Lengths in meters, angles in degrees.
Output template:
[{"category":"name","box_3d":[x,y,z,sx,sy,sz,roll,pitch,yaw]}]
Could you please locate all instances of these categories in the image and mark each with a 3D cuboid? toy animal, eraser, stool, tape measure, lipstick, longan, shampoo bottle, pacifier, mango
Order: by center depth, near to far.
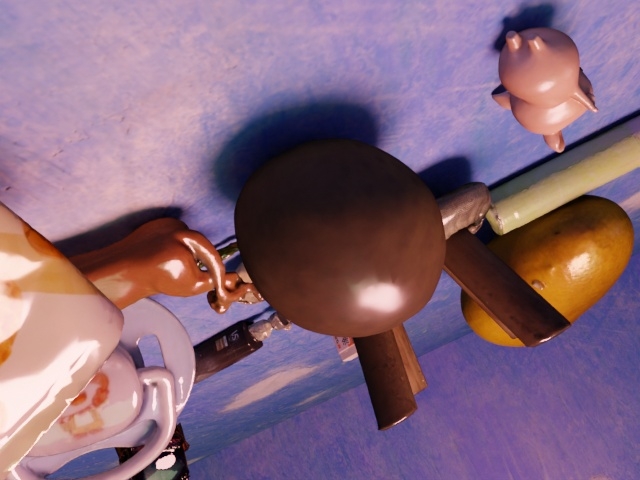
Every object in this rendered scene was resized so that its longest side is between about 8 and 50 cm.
[{"category":"toy animal","box_3d":[-0.211,0.045,0.517,0.312,0.097,0.157,-20,152,-16]},{"category":"toy animal","box_3d":[0.211,-0.154,0.518,0.089,0.083,0.150,-19,150,21]},{"category":"longan","box_3d":[0.022,0.000,0.524,0.196,0.196,0.220,-30,146,13]},{"category":"pacifier","box_3d":[-0.298,0.173,0.653,0.279,0.227,0.207,-13,-164,-21]},{"category":"stool","box_3d":[0.153,0.098,0.788,0.310,0.226,0.310,-31,165,9]},{"category":"lipstick","box_3d":[0.395,-0.105,0.828,0.304,0.076,0.076,-28,158,6]},{"category":"shampoo bottle","box_3d":[-0.149,0.185,0.947,0.207,0.057,0.063,-29,158,14]},{"category":"mango","box_3d":[0.407,0.054,0.993,0.301,0.220,0.445,-35,159,-8]},{"category":"eraser","box_3d":[0.042,0.159,1.002,0.052,0.122,0.029,-38,152,29]},{"category":"tape measure","box_3d":[-0.340,0.416,1.086,0.135,0.202,0.223,-14,171,-28]}]

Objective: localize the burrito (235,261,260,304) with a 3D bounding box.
[{"category":"burrito","box_3d":[0.000,0.000,0.678,0.275,0.059,0.082,-32,164,19]}]

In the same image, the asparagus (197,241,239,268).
[{"category":"asparagus","box_3d":[-0.122,0.016,0.635,0.233,0.023,0.022,-27,-157,6]}]

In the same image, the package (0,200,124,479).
[{"category":"package","box_3d":[-0.295,0.024,0.277,0.221,0.165,0.311,-54,146,-19]}]
